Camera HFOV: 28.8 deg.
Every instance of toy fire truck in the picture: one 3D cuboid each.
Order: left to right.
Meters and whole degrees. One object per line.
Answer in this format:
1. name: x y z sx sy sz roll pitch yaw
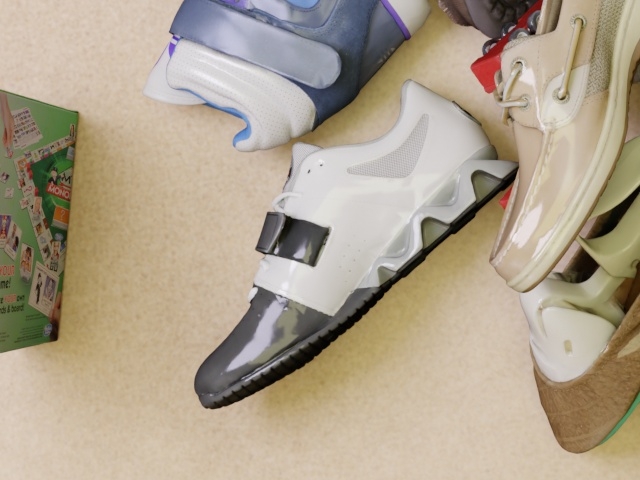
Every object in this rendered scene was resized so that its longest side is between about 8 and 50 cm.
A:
1. toy fire truck: 0.194 -0.121 1.000 0.192 0.047 0.135 -44 104 -21

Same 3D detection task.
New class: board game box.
1. board game box: -0.274 -0.015 0.984 0.046 0.317 0.214 5 90 9

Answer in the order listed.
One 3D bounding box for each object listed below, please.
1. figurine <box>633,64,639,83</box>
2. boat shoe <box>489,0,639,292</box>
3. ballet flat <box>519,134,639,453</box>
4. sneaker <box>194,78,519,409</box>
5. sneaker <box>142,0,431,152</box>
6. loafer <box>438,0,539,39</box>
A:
1. figurine: 0.322 -0.207 0.954 0.092 0.209 0.215 40 95 6
2. boat shoe: 0.172 -0.112 0.910 0.098 0.109 0.302 22 83 -4
3. ballet flat: 0.231 0.017 0.972 0.124 0.116 0.342 12 118 -30
4. sneaker: 0.000 0.000 1.050 0.330 0.122 0.146 -42 83 -5
5. sneaker: -0.088 -0.231 1.051 0.236 0.130 0.323 -40 90 2
6. loafer: 0.095 -0.343 1.046 0.133 0.130 0.366 -21 96 -32
